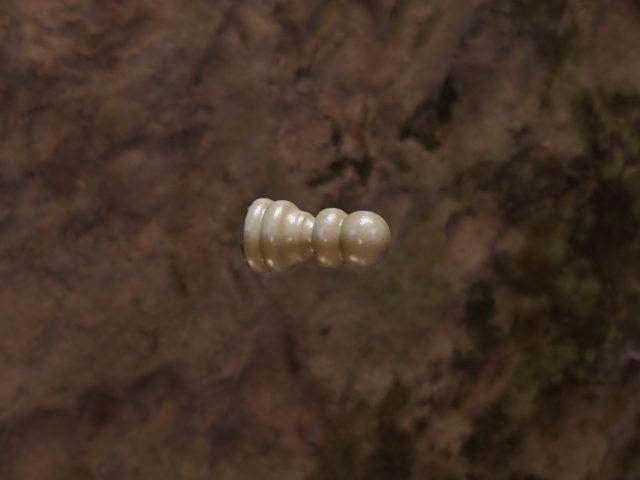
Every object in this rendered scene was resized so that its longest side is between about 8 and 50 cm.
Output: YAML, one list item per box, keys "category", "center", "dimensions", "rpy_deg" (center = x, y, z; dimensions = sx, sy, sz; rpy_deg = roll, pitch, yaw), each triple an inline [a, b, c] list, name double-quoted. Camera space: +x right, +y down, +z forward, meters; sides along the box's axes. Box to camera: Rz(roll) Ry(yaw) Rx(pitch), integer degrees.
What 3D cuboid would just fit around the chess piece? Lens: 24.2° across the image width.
- category: "chess piece"
  center: [0.000, 0.000, 1.791]
  dimensions: [0.094, 0.170, 0.094]
  rpy_deg: [5, -90, -69]
